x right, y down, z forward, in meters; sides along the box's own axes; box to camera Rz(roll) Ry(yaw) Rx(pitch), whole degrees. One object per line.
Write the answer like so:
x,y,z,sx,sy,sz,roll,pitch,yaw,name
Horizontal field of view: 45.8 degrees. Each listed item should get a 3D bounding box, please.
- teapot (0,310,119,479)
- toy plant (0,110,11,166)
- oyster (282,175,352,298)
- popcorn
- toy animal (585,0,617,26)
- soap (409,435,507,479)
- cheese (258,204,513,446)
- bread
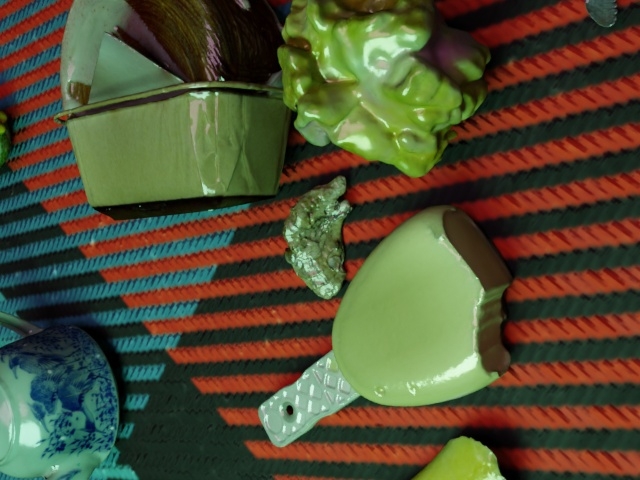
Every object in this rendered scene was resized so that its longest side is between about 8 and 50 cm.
-0.299,0.167,0.766,0.159,0.159,0.232,-43,68,30,teapot
-0.418,-0.104,0.871,0.162,0.093,0.092,-29,76,34,toy plant
0.000,0.000,0.600,0.081,0.038,0.083,-34,72,31,oyster
0.041,-0.118,0.510,0.145,0.126,0.126,29,119,6,popcorn
0.164,-0.174,0.472,0.050,0.028,0.084,4,95,28,toy animal
0.087,0.213,0.551,0.089,0.033,0.168,51,120,20,soap
0.038,0.089,0.572,0.255,0.050,0.127,-44,70,32,cheese
-0.128,-0.126,0.623,0.224,0.142,0.212,-2,95,38,bread
